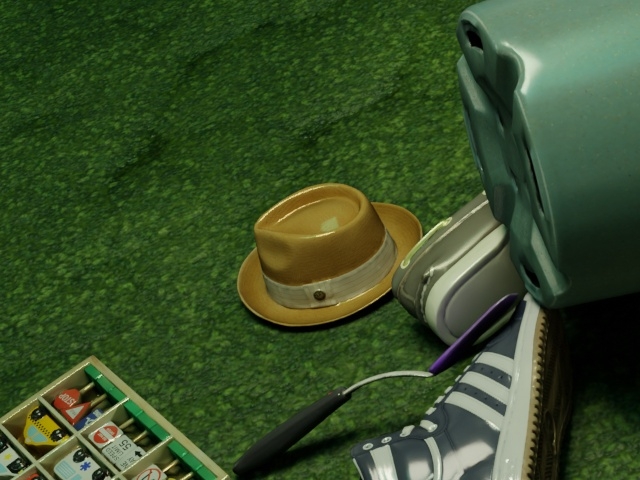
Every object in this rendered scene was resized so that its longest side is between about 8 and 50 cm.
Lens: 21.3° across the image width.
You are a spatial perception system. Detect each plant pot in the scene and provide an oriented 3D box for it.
[{"bbox_3d":[0.303,-0.108,1.373,0.334,0.341,0.341,-17,34,-5],"label":"plant pot"}]

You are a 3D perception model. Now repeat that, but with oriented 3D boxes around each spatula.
[{"bbox_3d":[0.045,0.127,1.458,0.296,0.030,0.084,-30,-9,16],"label":"spatula"}]

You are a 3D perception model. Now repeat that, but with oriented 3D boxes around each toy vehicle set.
[{"bbox_3d":[-0.208,0.213,1.538,0.166,0.035,0.267,-36,37,-18],"label":"toy vehicle set"}]

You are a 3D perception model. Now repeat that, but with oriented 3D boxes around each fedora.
[{"bbox_3d":[0.000,0.000,1.668,0.194,0.079,0.194,-16,35,11],"label":"fedora"}]

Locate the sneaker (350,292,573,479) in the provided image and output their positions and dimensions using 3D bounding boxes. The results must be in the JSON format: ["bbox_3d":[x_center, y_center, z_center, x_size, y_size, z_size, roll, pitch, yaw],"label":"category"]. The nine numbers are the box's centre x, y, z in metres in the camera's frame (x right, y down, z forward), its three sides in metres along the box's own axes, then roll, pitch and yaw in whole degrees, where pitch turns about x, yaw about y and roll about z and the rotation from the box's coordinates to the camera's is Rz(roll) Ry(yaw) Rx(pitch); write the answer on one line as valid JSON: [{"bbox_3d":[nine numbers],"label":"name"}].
[{"bbox_3d":[0.117,0.149,1.387,0.153,0.099,0.282,-9,37,22],"label":"sneaker"}]

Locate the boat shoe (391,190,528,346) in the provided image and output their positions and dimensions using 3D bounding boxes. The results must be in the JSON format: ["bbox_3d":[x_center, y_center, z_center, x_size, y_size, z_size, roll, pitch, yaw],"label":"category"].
[{"bbox_3d":[0.199,-0.023,1.559,0.305,0.109,0.091,-36,37,-16],"label":"boat shoe"}]
